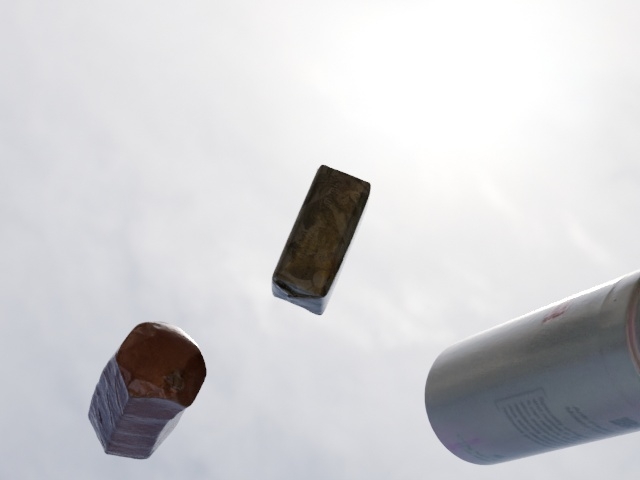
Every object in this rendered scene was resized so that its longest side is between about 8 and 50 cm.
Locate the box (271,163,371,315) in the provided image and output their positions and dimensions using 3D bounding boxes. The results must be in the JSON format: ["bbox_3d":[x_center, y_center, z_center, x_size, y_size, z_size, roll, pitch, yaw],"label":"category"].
[{"bbox_3d":[0.000,0.000,1.233,0.045,0.062,0.098,23,-103,4],"label":"box"}]

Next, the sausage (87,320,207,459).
[{"bbox_3d":[-0.112,0.095,1.106,0.065,0.169,0.065,5,-112,-12],"label":"sausage"}]

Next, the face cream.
[{"bbox_3d":[0.191,0.079,1.131,0.102,0.345,0.102,8,-108,-26],"label":"face cream"}]
